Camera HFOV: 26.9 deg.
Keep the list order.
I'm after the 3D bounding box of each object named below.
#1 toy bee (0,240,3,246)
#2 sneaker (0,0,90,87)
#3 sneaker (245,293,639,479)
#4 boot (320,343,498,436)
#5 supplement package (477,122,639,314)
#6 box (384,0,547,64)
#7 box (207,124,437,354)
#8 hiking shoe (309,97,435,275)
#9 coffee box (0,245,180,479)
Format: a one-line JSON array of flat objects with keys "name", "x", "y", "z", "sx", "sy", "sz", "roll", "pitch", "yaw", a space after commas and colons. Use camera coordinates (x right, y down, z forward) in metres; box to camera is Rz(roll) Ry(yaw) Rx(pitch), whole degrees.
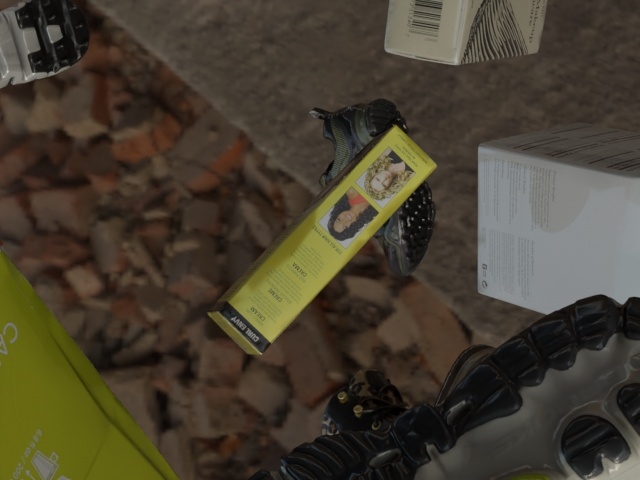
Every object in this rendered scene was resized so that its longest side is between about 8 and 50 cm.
[{"name": "toy bee", "x": -0.518, "y": -0.028, "z": 1.499, "sx": 0.298, "sy": 0.162, "sz": 0.195, "roll": -3, "pitch": 69, "yaw": 13}, {"name": "sneaker", "x": -0.308, "y": -0.145, "z": 1.090, "sx": 0.106, "sy": 0.234, "sz": 0.078, "roll": -5, "pitch": 103, "yaw": 46}, {"name": "sneaker", "x": 0.052, "y": 0.133, "z": 0.544, "sx": 0.275, "sy": 0.110, "sz": 0.107, "roll": -27, "pitch": 39, "yaw": 0}, {"name": "boot", "x": 0.131, "y": 0.269, "z": 1.905, "sx": 0.284, "sy": 0.138, "sz": 0.377, "roll": 42, "pitch": 128, "yaw": 50}, {"name": "supplement package", "x": 0.353, "y": -0.019, "z": 1.645, "sx": 0.262, "sy": 0.198, "sz": 0.199, "roll": 18, "pitch": 115, "yaw": 49}, {"name": "box", "x": 0.177, "y": -0.271, "z": 1.560, "sx": 0.094, "sy": 0.275, "sz": 0.113, "roll": 15, "pitch": 108, "yaw": 26}, {"name": "box", "x": 0.000, "y": 0.000, "z": 1.199, "sx": 0.232, "sy": 0.058, "sz": 0.087, "roll": -47, "pitch": 5, "yaw": -11}, {"name": "hiking shoe", "x": 0.061, "y": -0.063, "z": 1.586, "sx": 0.114, "sy": 0.086, "sz": 0.227, "roll": 3, "pitch": 120, "yaw": 35}, {"name": "coffee box", "x": -0.365, "y": 0.240, "z": 1.079, "sx": 0.334, "sy": 0.338, "sz": 0.338, "roll": -3, "pitch": 43, "yaw": 30}]
